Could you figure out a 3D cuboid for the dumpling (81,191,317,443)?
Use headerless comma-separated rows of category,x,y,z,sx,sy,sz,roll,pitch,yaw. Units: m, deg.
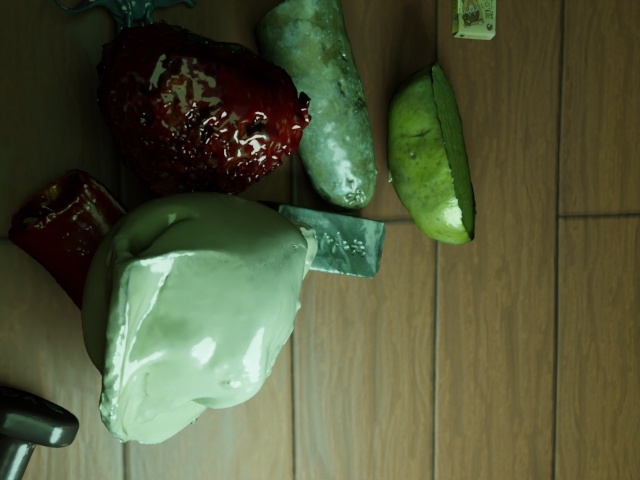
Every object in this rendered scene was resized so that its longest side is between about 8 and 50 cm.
dumpling,-0.144,0.094,1.023,0.395,0.233,0.315,-25,141,-61

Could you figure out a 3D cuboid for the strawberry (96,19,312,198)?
strawberry,-0.151,-0.144,1.071,0.274,0.274,0.220,12,104,-26

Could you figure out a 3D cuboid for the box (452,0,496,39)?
box,0.243,-0.394,1.359,0.073,0.020,0.149,-3,96,-26

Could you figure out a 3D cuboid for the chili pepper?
chili pepper,-0.243,0.067,1.112,0.134,0.131,0.338,-44,117,-16

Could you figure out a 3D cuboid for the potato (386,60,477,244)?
potato,0.155,-0.122,1.289,0.111,0.160,0.271,-11,100,19

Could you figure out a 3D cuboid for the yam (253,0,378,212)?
yam,0.002,-0.195,1.211,0.133,0.133,0.330,-26,110,-21

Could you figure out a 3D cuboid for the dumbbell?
dumbbell,-0.399,0.299,1.058,0.140,0.124,0.225,23,85,-25

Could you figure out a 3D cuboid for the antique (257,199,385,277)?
antique,0.000,0.000,1.242,0.183,0.086,0.088,9,92,-26

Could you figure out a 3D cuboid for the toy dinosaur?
toy dinosaur,-0.249,-0.300,1.121,0.197,0.045,0.080,-8,88,-32
